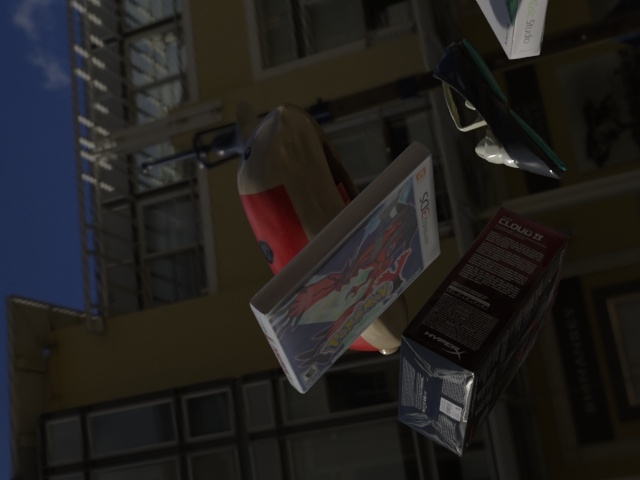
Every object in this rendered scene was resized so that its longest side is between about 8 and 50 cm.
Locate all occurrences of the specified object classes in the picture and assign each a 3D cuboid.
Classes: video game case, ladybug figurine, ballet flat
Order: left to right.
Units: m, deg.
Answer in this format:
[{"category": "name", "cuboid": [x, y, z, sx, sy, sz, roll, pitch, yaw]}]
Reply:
[{"category": "ladybug figurine", "cuboid": [0.000, 0.000, 1.525, 0.450, 0.161, 0.305, 63, -169, -8]}, {"category": "video game case", "cuboid": [0.032, 0.031, 0.835, 0.023, 0.201, 0.183, 39, 164, 26]}, {"category": "ballet flat", "cuboid": [0.192, -0.133, 1.043, 0.203, 0.074, 0.074, 57, -168, 20]}]

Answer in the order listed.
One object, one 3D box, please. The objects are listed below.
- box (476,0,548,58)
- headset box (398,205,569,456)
[{"category": "box", "cuboid": [0.275, -0.470, 1.445, 0.232, 0.058, 0.322, 86, 170, -49]}, {"category": "headset box", "cuboid": [0.230, 0.114, 1.287, 0.293, 0.110, 0.218, -48, -28, -30]}]
